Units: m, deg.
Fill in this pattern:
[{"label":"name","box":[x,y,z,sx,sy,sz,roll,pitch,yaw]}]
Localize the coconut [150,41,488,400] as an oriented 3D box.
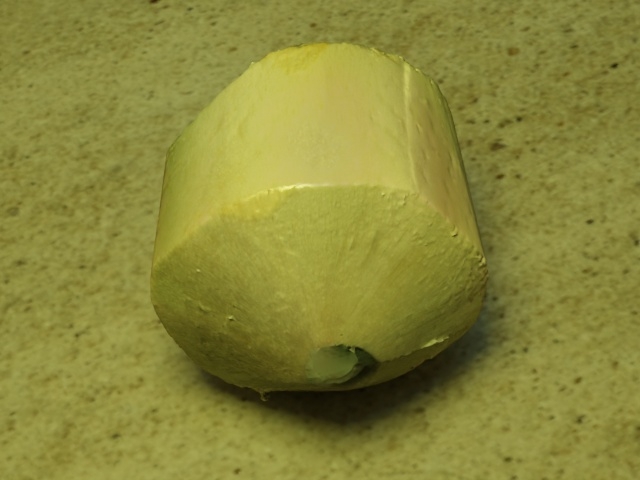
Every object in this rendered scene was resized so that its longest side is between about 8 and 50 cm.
[{"label":"coconut","box":[0.000,0.000,1.311,0.239,0.239,0.244,-3,46,1]}]
